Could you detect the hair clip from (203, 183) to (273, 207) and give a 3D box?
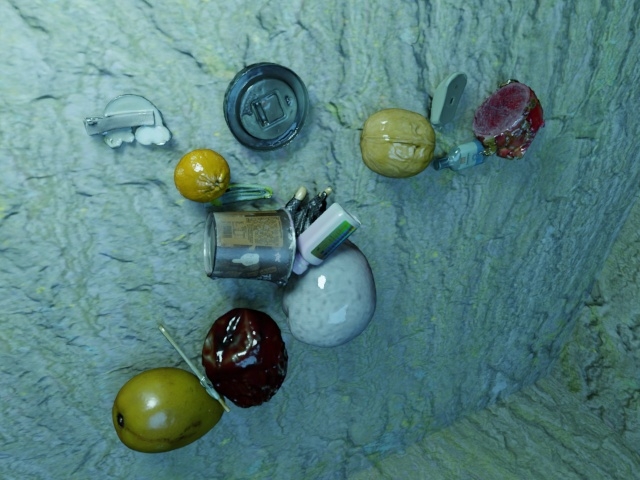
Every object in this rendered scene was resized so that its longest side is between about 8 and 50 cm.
[{"bbox_3d":[-0.217,-0.125,1.173,0.189,0.033,0.060,-8,123,-24],"label":"hair clip"}]

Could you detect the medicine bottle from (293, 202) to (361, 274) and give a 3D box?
[{"bbox_3d":[0.000,0.000,1.203,0.219,0.078,0.115,-43,150,10],"label":"medicine bottle"}]

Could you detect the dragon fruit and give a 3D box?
[{"bbox_3d":[0.582,-0.354,1.375,0.147,0.211,0.282,29,75,-31],"label":"dragon fruit"}]

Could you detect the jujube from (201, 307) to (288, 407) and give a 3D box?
[{"bbox_3d":[-0.230,0.377,1.388,0.259,0.258,0.376,-23,129,-16],"label":"jujube"}]

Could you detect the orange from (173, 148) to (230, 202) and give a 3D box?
[{"bbox_3d":[-0.281,-0.152,1.057,0.136,0.117,0.135,-12,121,-21],"label":"orange"}]

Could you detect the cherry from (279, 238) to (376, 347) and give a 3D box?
[{"bbox_3d":[0.021,0.164,1.353,0.326,0.292,0.334,-45,144,-41],"label":"cherry"}]

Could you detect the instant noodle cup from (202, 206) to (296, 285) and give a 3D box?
[{"bbox_3d":[-0.195,0.013,1.176,0.208,0.217,0.217,3,120,-25],"label":"instant noodle cup"}]

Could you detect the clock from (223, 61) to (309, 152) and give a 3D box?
[{"bbox_3d":[-0.131,-0.323,1.077,0.215,0.042,0.214,-16,128,-21],"label":"clock"}]

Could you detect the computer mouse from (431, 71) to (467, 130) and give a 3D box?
[{"bbox_3d":[0.372,-0.417,1.310,0.089,0.056,0.181,-14,134,-25],"label":"computer mouse"}]

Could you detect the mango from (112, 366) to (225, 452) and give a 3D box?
[{"bbox_3d":[-0.459,0.527,1.370,0.263,0.221,0.378,-53,141,4],"label":"mango"}]

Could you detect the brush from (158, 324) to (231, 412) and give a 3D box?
[{"bbox_3d":[-0.380,0.385,1.323,0.020,0.085,0.336,-39,101,-24],"label":"brush"}]

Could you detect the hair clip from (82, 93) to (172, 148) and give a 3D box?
[{"bbox_3d":[-0.414,-0.255,0.950,0.172,0.049,0.116,-16,133,-25],"label":"hair clip"}]

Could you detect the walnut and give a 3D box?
[{"bbox_3d":[0.216,-0.272,1.236,0.226,0.193,0.193,10,116,-33],"label":"walnut"}]

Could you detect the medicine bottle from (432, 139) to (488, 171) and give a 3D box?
[{"bbox_3d":[0.470,-0.278,1.471,0.209,0.053,0.090,-19,129,-19],"label":"medicine bottle"}]

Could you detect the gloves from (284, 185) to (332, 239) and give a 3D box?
[{"bbox_3d":[-0.025,-0.079,1.271,0.181,0.129,0.106,-41,143,8],"label":"gloves"}]
